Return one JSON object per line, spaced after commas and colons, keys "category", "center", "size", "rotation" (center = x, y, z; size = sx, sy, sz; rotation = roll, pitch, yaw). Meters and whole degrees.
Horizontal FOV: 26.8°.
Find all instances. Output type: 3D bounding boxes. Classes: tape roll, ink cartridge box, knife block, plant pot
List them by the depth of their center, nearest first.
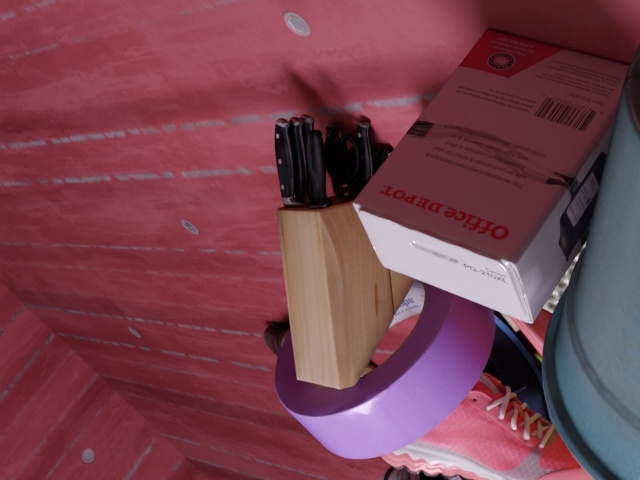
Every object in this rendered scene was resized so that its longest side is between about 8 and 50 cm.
{"category": "plant pot", "center": [0.348, 0.005, 1.029], "size": [0.341, 0.341, 0.334], "rotation": [26, 146, 26]}
{"category": "ink cartridge box", "center": [0.170, -0.063, 1.226], "size": [0.172, 0.237, 0.100], "rotation": [21, 153, 34]}
{"category": "knife block", "center": [0.000, 0.000, 1.565], "size": [0.242, 0.276, 0.088], "rotation": [41, 160, -29]}
{"category": "tape roll", "center": [0.077, 0.132, 1.658], "size": [0.090, 0.275, 0.275], "rotation": [47, 155, -27]}

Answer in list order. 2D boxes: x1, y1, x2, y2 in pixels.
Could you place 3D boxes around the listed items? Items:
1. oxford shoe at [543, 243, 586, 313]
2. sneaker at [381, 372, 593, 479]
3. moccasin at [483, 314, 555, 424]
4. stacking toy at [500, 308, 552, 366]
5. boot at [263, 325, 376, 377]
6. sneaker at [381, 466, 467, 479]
{"category": "oxford shoe", "center": [0.348, 0.066, 1.381], "size": [0.449, 0.169, 0.130], "rotation": [35, -158, -14]}
{"category": "sneaker", "center": [0.213, 0.231, 1.651], "size": [0.314, 0.116, 0.136], "rotation": [8, 109, 22]}
{"category": "moccasin", "center": [0.235, 0.215, 1.792], "size": [0.138, 0.117, 0.342], "rotation": [38, 164, 48]}
{"category": "stacking toy", "center": [0.338, 0.131, 1.591], "size": [0.309, 0.130, 0.279], "rotation": [51, -178, -21]}
{"category": "boot", "center": [0.025, 0.225, 2.232], "size": [0.248, 0.090, 0.207], "rotation": [42, 169, -15]}
{"category": "sneaker", "center": [0.263, 0.487, 2.274], "size": [0.366, 0.137, 0.210], "rotation": [36, 160, 12]}
